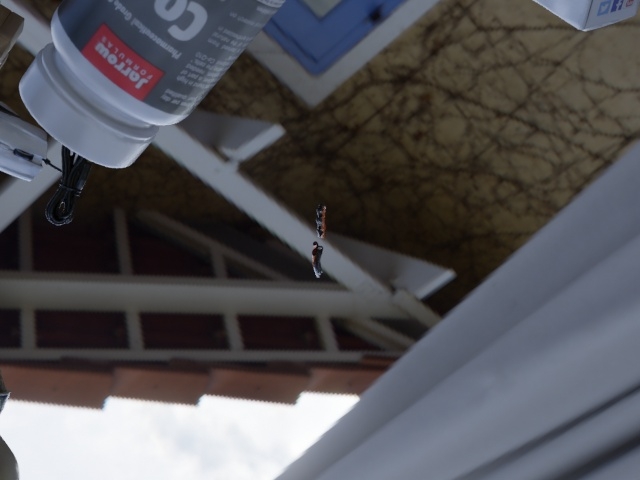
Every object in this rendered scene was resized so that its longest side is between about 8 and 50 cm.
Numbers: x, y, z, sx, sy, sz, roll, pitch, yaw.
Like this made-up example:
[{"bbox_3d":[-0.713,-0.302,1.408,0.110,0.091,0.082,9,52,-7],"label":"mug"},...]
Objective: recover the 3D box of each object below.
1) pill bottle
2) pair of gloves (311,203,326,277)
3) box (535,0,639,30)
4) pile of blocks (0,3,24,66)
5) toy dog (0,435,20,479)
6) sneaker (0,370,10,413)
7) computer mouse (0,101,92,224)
[{"bbox_3d":[-0.150,-0.213,0.967,0.161,0.283,0.161,37,-159,-17],"label":"pill bottle"},{"bbox_3d":[0.000,0.000,1.251,0.074,0.010,0.083,81,-165,-66],"label":"pair of gloves"},{"bbox_3d":[0.134,-0.323,0.623,0.058,0.322,0.232,-20,-134,-28],"label":"box"},{"bbox_3d":[-0.508,-0.358,1.338,0.148,0.113,0.362,19,159,21],"label":"pile of blocks"},{"bbox_3d":[-0.411,0.258,0.738,0.408,0.284,0.395,-28,-105,-31],"label":"toy dog"},{"bbox_3d":[-0.470,0.155,1.373,0.064,0.086,0.192,-3,-123,-54],"label":"sneaker"},{"bbox_3d":[-0.357,-0.106,1.203,0.193,0.106,0.042,29,-162,16],"label":"computer mouse"}]
